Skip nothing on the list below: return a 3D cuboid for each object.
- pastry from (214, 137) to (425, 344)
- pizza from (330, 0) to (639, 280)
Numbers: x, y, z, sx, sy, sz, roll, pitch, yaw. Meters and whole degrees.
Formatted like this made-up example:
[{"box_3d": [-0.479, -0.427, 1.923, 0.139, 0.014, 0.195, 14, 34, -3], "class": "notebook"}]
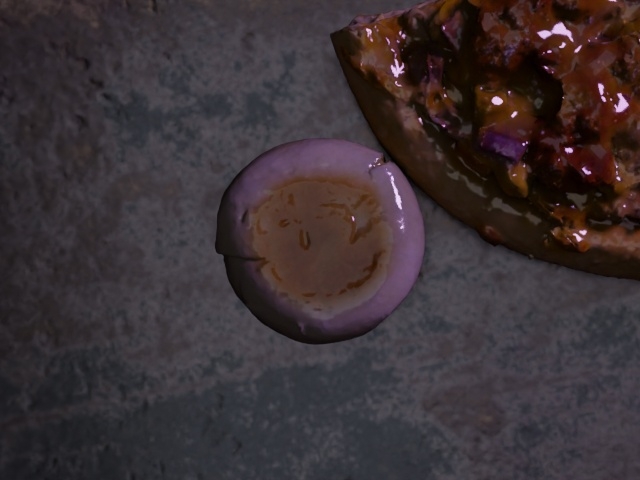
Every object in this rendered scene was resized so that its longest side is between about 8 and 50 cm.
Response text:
[{"box_3d": [0.000, 0.000, 1.025, 0.156, 0.092, 0.156, 0, 92, 2], "class": "pastry"}, {"box_3d": [0.212, -0.109, 1.008, 0.408, 0.114, 0.278, 26, 96, 1], "class": "pizza"}]
